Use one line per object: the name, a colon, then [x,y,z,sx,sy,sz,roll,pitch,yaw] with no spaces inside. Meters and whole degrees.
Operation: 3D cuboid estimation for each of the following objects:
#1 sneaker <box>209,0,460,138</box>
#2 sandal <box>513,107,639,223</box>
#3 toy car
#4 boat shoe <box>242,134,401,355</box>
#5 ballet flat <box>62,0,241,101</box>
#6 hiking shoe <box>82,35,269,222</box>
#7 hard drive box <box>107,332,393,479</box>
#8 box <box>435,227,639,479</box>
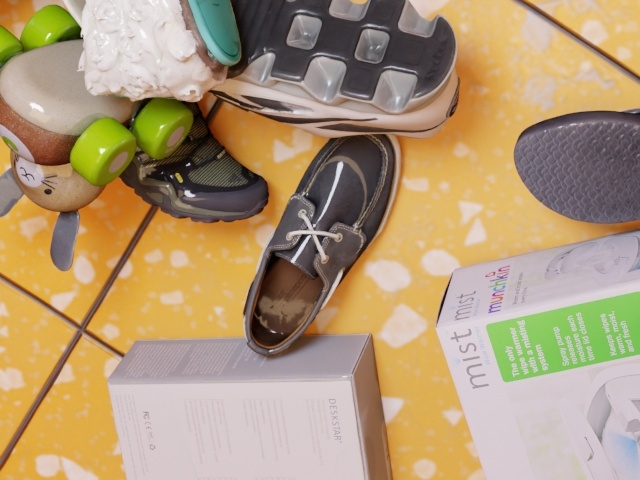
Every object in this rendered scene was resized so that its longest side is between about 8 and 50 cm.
sneaker: [-0.045,-0.148,1.372,0.330,0.146,0.122,20,73,16]
sandal: [0.286,-0.070,1.373,0.254,0.054,0.097,-3,119,5]
toy car: [-0.222,-0.068,1.374,0.155,0.149,0.188,39,125,15]
boat shoe: [0.000,0.000,1.454,0.084,0.079,0.233,31,115,1]
ballet flat: [-0.168,-0.296,1.268,0.147,0.147,0.409,-14,83,19]
hiking shoe: [-0.136,-0.103,1.438,0.227,0.086,0.114,30,120,1]
hard drive box: [-0.061,0.186,1.542,0.232,0.089,0.181,-2,113,15]
box: [0.247,0.136,1.426,0.231,0.127,0.262,-13,110,17]
